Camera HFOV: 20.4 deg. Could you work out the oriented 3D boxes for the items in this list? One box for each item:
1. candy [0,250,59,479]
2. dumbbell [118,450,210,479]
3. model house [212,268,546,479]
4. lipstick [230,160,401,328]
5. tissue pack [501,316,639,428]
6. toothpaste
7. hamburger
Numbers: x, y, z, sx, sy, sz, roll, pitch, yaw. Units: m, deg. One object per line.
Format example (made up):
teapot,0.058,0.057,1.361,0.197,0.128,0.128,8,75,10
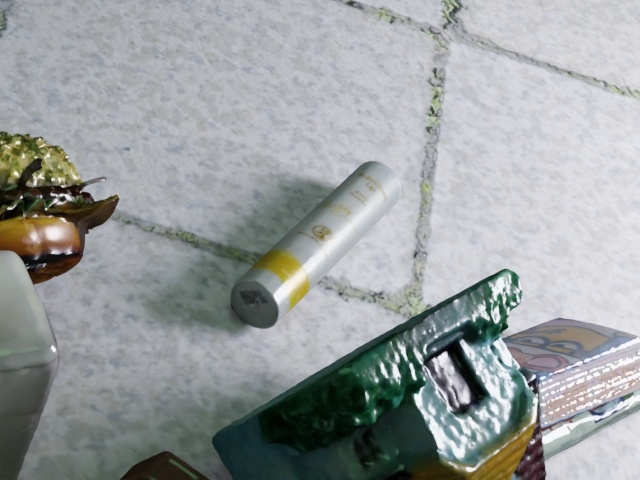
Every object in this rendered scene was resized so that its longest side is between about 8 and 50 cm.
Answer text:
candy,-0.398,0.117,1.386,0.358,0.208,0.145,-2,46,-26
dumbbell,-0.171,0.263,1.430,0.092,0.082,0.231,33,42,13
model house,0.086,0.206,1.539,0.280,0.230,0.249,-28,86,-40
lipstick,0.000,0.000,1.810,0.059,0.059,0.264,33,42,11
tissue pack,0.224,0.129,1.741,0.155,0.065,0.115,-18,18,-37
toothpaste,0.258,0.174,1.759,0.060,0.038,0.233,34,38,32
hamburger,-0.310,-0.022,1.555,0.243,0.261,0.139,-10,82,-40
